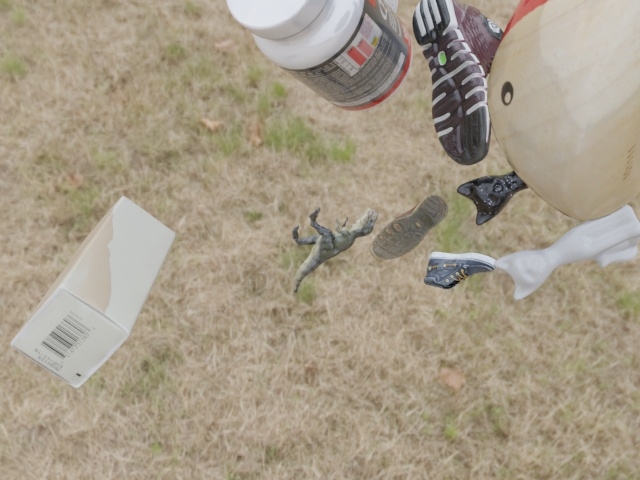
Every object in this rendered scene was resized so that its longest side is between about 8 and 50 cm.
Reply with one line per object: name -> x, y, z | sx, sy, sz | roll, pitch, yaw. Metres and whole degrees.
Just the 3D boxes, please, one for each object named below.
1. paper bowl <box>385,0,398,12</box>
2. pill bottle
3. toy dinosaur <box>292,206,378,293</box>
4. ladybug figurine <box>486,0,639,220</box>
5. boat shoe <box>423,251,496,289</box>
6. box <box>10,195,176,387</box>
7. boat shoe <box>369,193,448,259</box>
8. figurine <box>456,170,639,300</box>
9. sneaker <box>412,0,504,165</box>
paper bowl -> 0.024, -0.559, 1.505 | 0.284, 0.148, 0.284 | -4, 74, 13
pill bottle -> 0.007, -0.375, 1.183 | 0.210, 0.210, 0.363 | 40, 11, 26
toy dinosaur -> 0.000, 0.000, 1.497 | 0.118, 0.268, 0.064 | 49, 19, -5
ladybug figurine -> 0.317, -0.218, 0.688 | 0.162, 0.305, 0.449 | 28, 62, 35
boat shoe -> 0.337, 0.078, 1.641 | 0.183, 0.065, 0.083 | 1, 64, 43
box -> -0.350, 0.070, 1.095 | 0.121, 0.148, 0.311 | 39, 21, -17
boat shoe -> 0.160, -0.018, 1.260 | 0.178, 0.060, 0.064 | -37, 89, -20
figurine -> 0.345, -0.035, 1.036 | 0.210, 0.092, 0.214 | -24, 76, 5
sneaker -> 0.253, -0.256, 1.066 | 0.163, 0.106, 0.281 | -5, 80, -35
